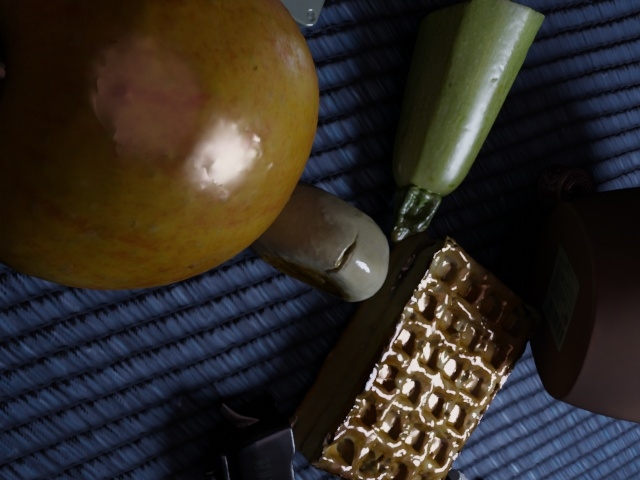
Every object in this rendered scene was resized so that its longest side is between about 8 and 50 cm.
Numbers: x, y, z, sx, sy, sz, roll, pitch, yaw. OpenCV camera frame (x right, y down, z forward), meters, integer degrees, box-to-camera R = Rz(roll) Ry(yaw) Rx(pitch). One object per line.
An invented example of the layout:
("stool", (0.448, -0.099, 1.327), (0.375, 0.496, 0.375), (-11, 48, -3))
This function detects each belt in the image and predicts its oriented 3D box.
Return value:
("belt", (0.377, -0.017, 1.055), (0.232, 0.053, 0.071), (43, 83, -29))

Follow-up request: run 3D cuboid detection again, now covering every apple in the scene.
("apple", (-0.153, -0.110, 0.591), (0.275, 0.299, 0.299), (-11, 109, -52))

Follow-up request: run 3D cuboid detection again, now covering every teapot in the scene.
("teapot", (-0.081, 0.251, 0.842), (0.096, 0.087, 0.177), (-12, 108, -18))

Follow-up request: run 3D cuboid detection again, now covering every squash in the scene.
("squash", (0.135, -0.139, 0.866), (0.137, 0.137, 0.287), (8, 113, -31))

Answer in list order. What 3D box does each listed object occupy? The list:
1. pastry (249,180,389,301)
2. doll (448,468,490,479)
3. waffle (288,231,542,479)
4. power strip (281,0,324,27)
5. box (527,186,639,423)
("pastry", (0.000, 0.000, 0.783), (0.156, 0.156, 0.092), (28, 84, -32))
("doll", (0.250, 0.409, 1.091), (0.227, 0.057, 0.114), (29, 81, -23))
("waffle", (0.113, 0.163, 0.927), (0.213, 0.091, 0.308), (36, 83, -31))
("power strip", (-0.091, -0.257, 0.717), (0.216, 0.061, 0.145), (19, 92, -32))
("box", (0.389, 0.079, 0.927), (0.216, 0.301, 0.301), (1, 104, 0))
